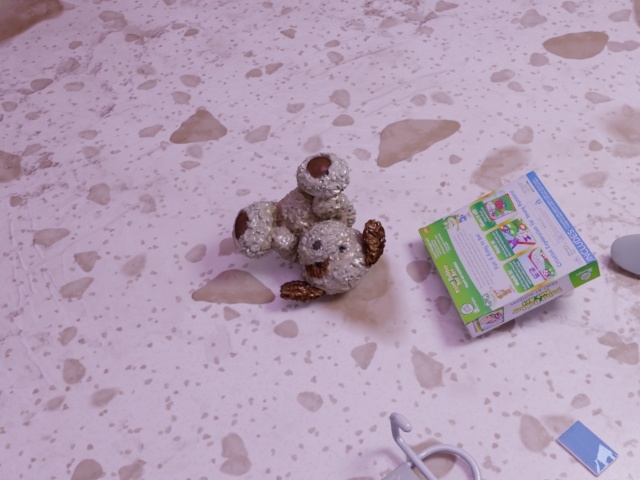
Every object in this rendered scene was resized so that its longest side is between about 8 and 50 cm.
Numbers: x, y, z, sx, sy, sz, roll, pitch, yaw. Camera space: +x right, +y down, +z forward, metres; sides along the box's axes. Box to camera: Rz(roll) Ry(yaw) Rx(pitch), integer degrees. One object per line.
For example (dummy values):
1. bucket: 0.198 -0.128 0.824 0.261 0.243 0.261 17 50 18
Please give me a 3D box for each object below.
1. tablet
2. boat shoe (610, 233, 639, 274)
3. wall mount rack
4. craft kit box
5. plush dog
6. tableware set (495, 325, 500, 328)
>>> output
1. tablet: 0.422 0.327 1.269 0.054 0.006 0.083 -33 55 -21
2. boat shoe: 0.645 0.025 1.468 0.219 0.078 0.070 6 16 16
3. wall mount rack: 0.122 0.422 1.137 0.350 0.130 0.304 -32 54 -19
4. craft kit box: 0.332 0.020 1.451 0.246 0.061 0.250 -25 45 6
5. plush dog: 0.000 0.000 1.510 0.262 0.210 0.225 -36 65 11
6. tableware set: 0.330 0.088 1.450 0.104 0.024 0.154 10 60 36
